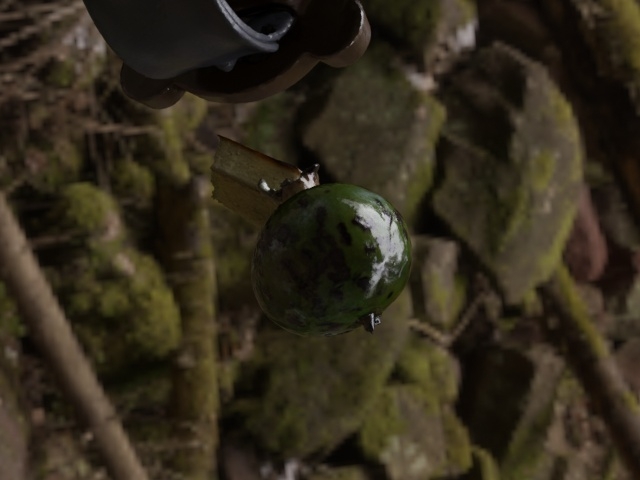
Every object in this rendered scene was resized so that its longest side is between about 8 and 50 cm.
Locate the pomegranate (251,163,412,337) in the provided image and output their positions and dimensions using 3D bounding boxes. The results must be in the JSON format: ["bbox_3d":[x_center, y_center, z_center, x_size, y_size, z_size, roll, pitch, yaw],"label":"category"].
[{"bbox_3d":[0.000,0.000,1.172,0.122,0.122,0.161,92,-26,-53],"label":"pomegranate"}]

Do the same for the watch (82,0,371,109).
[{"bbox_3d":[-0.136,-0.342,1.781,0.327,0.314,0.335,44,43,-52],"label":"watch"}]

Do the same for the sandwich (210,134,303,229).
[{"bbox_3d":[-0.071,-0.050,2.008,0.058,0.162,0.193,-56,152,-17],"label":"sandwich"}]
